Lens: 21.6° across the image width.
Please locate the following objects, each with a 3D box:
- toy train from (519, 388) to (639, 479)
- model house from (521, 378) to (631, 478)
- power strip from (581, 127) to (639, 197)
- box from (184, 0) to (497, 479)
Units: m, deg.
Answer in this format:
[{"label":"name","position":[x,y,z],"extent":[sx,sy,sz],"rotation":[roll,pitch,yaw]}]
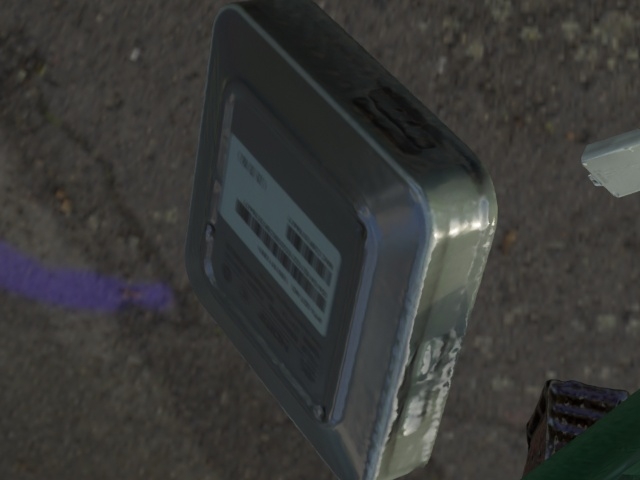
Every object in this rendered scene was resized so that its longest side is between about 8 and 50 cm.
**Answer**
[{"label":"toy train","position":[0.160,0.155,0.658],"extent":[0.301,0.120,0.202],"rotation":[-37,118,0]},{"label":"model house","position":[0.260,0.207,1.554],"extent":[0.165,0.106,0.152],"rotation":[11,102,7]},{"label":"power strip","position":[0.413,-0.105,2.099],"extent":[0.081,0.035,0.192],"rotation":[41,147,-22]},{"label":"box","position":[0.000,0.001,1.691],"extent":[0.111,0.396,0.396],"rotation":[-14,133,-30]}]
